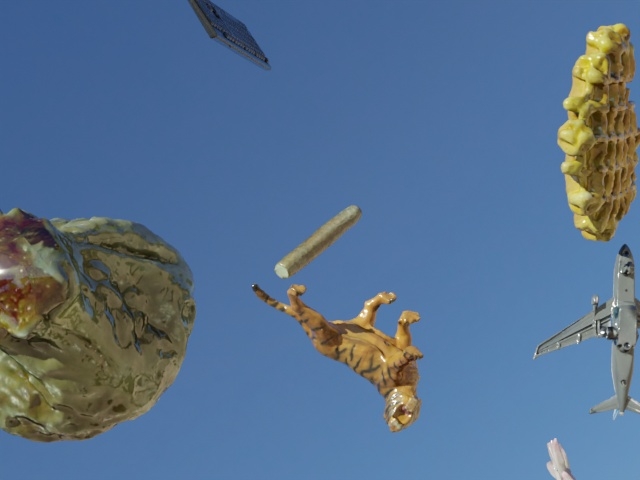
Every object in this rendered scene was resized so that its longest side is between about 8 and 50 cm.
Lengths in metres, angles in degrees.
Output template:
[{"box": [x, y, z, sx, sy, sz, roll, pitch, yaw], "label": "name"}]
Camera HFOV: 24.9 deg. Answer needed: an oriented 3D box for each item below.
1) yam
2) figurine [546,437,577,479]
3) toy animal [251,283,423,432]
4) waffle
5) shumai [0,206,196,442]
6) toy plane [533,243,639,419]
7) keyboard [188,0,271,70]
[{"box": [0.000, 0.000, 1.365, 0.116, 0.021, 0.021, -38, -23, -36], "label": "yam"}, {"box": [0.266, 0.363, 1.517, 0.206, 0.284, 0.316, -17, 3, -31], "label": "figurine"}, {"box": [0.029, 0.118, 1.781, 0.114, 0.255, 0.116, -34, -29, -59], "label": "toy animal"}, {"box": [0.351, -0.127, 1.783, 0.253, 0.056, 0.249, 51, -129, -54], "label": "waffle"}, {"box": [-0.223, 0.065, 1.381, 0.261, 0.225, 0.222, -14, -13, -29], "label": "shumai"}, {"box": [0.382, 0.116, 1.831, 0.226, 0.226, 0.058, 4, -2, 0], "label": "toy plane"}, {"box": [-0.091, -0.210, 1.447, 0.011, 0.067, 0.202, -33, -9, 10], "label": "keyboard"}]
